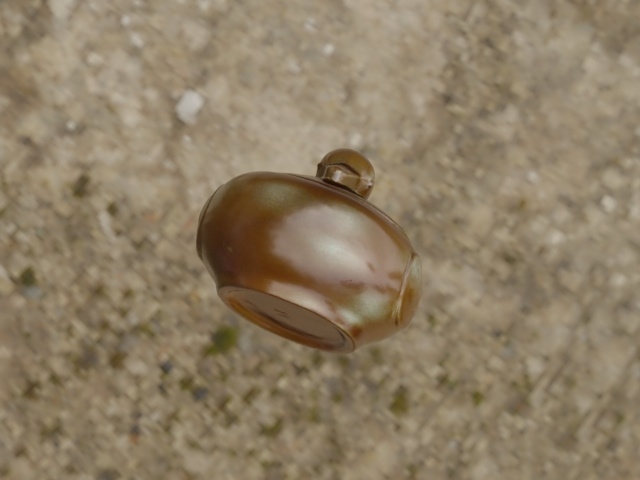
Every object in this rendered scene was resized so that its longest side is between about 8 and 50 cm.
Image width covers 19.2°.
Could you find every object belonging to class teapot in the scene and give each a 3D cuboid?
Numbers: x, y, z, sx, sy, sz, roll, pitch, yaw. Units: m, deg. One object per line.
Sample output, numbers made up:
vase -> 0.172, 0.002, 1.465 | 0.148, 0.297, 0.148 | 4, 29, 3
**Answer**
teapot -> 0.000, 0.000, 0.804 | 0.129, 0.098, 0.078 | 74, 37, -73
